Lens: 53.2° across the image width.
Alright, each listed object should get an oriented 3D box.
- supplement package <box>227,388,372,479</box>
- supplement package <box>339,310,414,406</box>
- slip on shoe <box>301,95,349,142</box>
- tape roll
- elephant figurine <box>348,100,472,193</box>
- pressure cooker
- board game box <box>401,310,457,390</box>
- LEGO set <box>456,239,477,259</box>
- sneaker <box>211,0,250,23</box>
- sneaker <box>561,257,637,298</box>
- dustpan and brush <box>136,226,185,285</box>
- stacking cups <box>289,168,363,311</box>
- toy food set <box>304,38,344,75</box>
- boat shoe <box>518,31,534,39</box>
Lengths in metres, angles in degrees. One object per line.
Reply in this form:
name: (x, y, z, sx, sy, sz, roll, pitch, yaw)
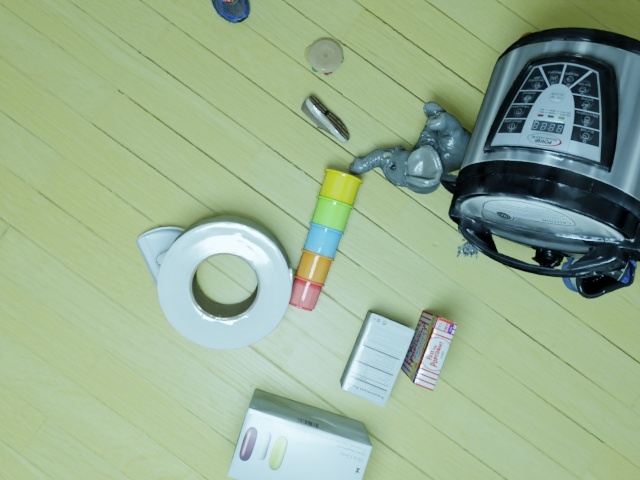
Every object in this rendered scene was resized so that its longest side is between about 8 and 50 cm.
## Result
supplement package: (-0.043, 0.439, 1.357, 0.262, 0.204, 0.145, 17, 88, -1)
supplement package: (0.123, 0.258, 1.417, 0.105, 0.105, 0.179, 22, 88, 0)
slip on shoe: (0.010, -0.272, 1.473, 0.135, 0.051, 0.041, 44, 127, -7)
tape roll: (-0.203, 0.089, 1.390, 0.287, 0.100, 0.286, -1, 101, -4)
elephant figurine: (0.221, -0.174, 1.432, 0.239, 0.186, 0.169, -48, 132, 8)
pressure cooker: (0.461, -0.135, 1.217, 0.376, 0.370, 0.420, 22, 82, -12)
board game box: (0.231, 0.232, 1.377, 0.045, 0.193, 0.146, 21, 87, 0)
LEGO set: (0.349, 0.013, 1.473, 0.054, 0.023, 0.083, 37, 87, 1)
sneaker: (-0.229, -0.599, 1.457, 0.083, 0.087, 0.221, -26, 88, -1)
sneaker: (0.638, 0.007, 1.350, 0.128, 0.182, 0.315, 30, 109, 4)
dustpan and brush: (-0.298, 0.016, 1.442, 0.211, 0.060, 0.147, -26, 88, -4)
stacking cups: (0.000, 0.000, 1.432, 0.096, 0.096, 0.316, 20, 87, 0)
toy food set: (0.011, -0.427, 1.487, 0.083, 0.020, 0.082, -34, 89, -3)
boat shoe: (0.483, -0.370, 1.475, 0.073, 0.073, 0.206, 5, 91, -38)
